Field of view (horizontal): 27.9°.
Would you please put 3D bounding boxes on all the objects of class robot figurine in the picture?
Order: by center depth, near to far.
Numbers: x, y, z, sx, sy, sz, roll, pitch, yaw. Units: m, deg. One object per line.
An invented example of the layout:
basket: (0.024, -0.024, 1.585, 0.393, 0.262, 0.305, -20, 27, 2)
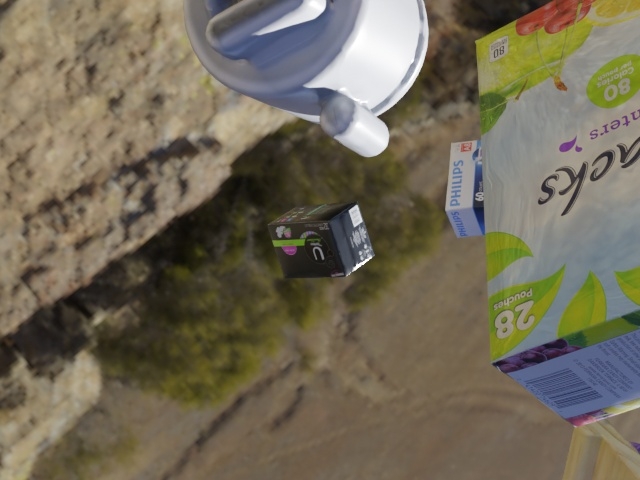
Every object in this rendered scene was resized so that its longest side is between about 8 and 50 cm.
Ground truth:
robot figurine: (-0.008, -0.231, 1.345, 0.200, 0.300, 0.353, -22, 167, 20)

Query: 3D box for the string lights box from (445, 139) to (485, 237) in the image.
string lights box: (0.324, -0.087, 1.919, 0.260, 0.133, 0.077, -6, 143, 19)

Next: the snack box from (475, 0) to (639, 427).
snack box: (0.164, -0.043, 0.492, 0.207, 0.174, 0.070, -25, 136, 34)

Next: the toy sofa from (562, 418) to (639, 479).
toy sofa: (0.356, 0.194, 1.021, 0.362, 0.177, 0.150, -4, 120, -20)

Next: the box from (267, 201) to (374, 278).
box: (0.000, 0.000, 1.285, 0.083, 0.062, 0.052, -4, -159, 41)
